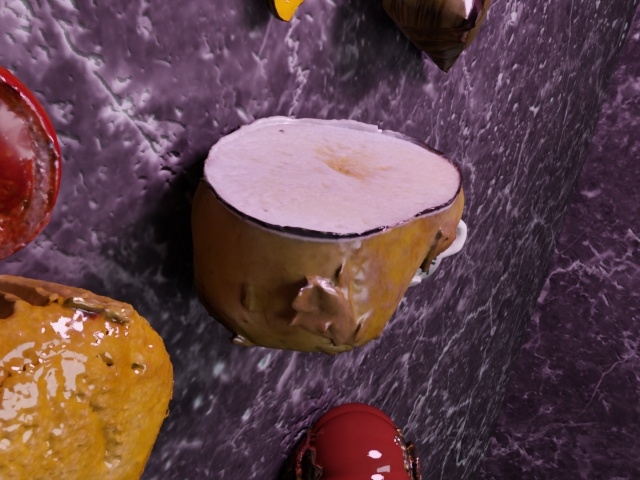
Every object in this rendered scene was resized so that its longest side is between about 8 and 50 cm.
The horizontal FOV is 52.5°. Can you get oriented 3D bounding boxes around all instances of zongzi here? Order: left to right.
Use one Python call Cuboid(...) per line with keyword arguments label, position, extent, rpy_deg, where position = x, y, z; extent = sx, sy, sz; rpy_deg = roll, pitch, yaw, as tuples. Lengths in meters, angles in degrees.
Cuboid(label="zongzi", position=(0.172, -0.374, 0.842), extent=(0.300, 0.139, 0.286), rpy_deg=(9, 93, -73))

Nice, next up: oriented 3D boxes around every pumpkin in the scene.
Cuboid(label="pumpkin", position=(-0.037, -0.256, 0.658), extent=(0.083, 0.028, 0.050), rpy_deg=(-54, 146, -40))

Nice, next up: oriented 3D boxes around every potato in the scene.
Cuboid(label="potato", position=(0.000, 0.000, 0.683), extent=(0.300, 0.246, 0.196), rpy_deg=(-24, 137, -43))

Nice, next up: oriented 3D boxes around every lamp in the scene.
Cuboid(label="lamp", position=(0.050, 0.370, 1.017), extent=(0.227, 0.227, 0.226), rpy_deg=(-35, 136, -43))

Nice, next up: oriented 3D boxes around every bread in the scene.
Cuboid(label="bread", position=(-0.226, 0.140, 0.490), extent=(0.240, 0.139, 0.239), rpy_deg=(-35, 135, -43))

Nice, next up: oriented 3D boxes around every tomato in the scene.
Cuboid(label="tomato", position=(-0.245, -0.052, 0.398), extent=(0.159, 0.091, 0.139), rpy_deg=(-30, 128, -10))

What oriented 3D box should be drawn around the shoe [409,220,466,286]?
Cuboid(label="shoe", position=(0.071, 0.024, 0.873), extent=(0.363, 0.160, 0.131), rpy_deg=(-27, 128, -49))
